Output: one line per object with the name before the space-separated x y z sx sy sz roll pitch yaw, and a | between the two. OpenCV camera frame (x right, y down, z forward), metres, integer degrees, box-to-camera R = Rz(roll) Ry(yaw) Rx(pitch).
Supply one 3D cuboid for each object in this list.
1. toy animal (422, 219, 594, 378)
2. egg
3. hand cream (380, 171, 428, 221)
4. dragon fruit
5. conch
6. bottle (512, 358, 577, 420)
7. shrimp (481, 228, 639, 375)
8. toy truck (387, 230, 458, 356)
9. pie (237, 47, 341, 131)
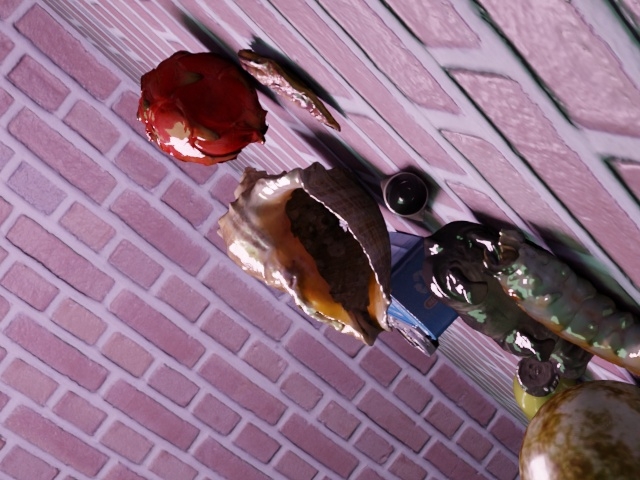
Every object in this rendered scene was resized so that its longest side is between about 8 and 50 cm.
toy animal | 0.256 0.095 1.108 0.343 0.106 0.168 39 176 -40
egg | 0.408 0.318 1.217 0.238 0.238 0.289 36 -175 37
hand cream | 0.110 -0.057 1.145 0.087 0.054 0.186 43 -178 3
dragon fruit | -0.181 -0.202 1.311 0.210 0.172 0.172 10 174 1
conch | 0.009 -0.013 1.386 0.352 0.210 0.297 36 150 5
bottle | 0.398 0.263 1.539 0.112 0.112 0.260 37 175 30
shrimp | 0.309 0.095 0.889 0.287 0.068 0.185 33 174 42
toy truck | 0.159 0.085 1.551 0.175 0.146 0.367 48 171 -13
pie | -0.047 -0.198 1.088 0.170 0.034 0.092 39 179 18
